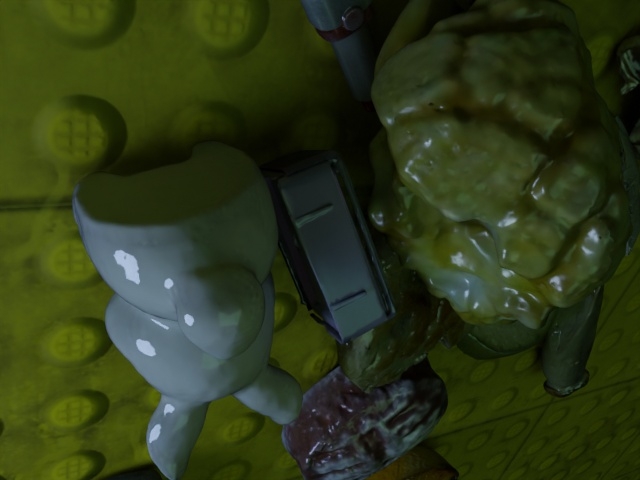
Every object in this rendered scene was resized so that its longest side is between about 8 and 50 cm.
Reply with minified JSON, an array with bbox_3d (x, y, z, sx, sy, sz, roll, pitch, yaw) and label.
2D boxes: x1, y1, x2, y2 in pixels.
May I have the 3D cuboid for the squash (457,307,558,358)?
[{"bbox_3d":[0.326,0.147,1.134,0.237,0.155,0.203,-17,97,-17],"label":"squash"}]

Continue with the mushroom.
[{"bbox_3d":[0.516,0.202,1.253,0.107,0.087,0.333,-26,132,-17],"label":"mushroom"}]

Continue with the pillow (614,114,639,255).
[{"bbox_3d":[0.484,-0.083,0.970,0.051,0.128,0.229,-4,145,28],"label":"pillow"}]

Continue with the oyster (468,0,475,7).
[{"bbox_3d":[0.161,-0.302,0.633,0.106,0.061,0.199,-47,141,-14],"label":"oyster"}]

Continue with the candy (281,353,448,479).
[{"bbox_3d":[0.078,0.296,1.006,0.290,0.157,0.214,-37,132,1],"label":"candy"}]

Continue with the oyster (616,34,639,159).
[{"bbox_3d":[0.557,-0.199,0.894,0.276,0.100,0.271,-1,141,9],"label":"oyster"}]

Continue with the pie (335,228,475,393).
[{"bbox_3d":[0.147,0.068,0.863,0.338,0.075,0.337,-23,127,-35],"label":"pie"}]

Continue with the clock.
[{"bbox_3d":[0.000,0.000,0.665,0.073,0.145,0.193,-25,106,-13],"label":"clock"}]

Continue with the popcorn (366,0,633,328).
[{"bbox_3d":[0.192,-0.089,0.625,0.292,0.294,0.334,-50,158,-15],"label":"popcorn"}]

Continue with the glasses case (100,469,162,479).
[{"bbox_3d":[-0.325,0.498,0.986,0.131,0.074,0.323,-7,129,-26],"label":"glasses case"}]

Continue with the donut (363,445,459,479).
[{"bbox_3d":[0.170,0.520,1.296,0.259,0.101,0.152,-27,135,-8],"label":"donut"}]

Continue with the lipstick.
[{"bbox_3d":[0.040,-0.197,0.634,0.063,0.057,0.186,-35,139,-2],"label":"lipstick"}]

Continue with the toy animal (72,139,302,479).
[{"bbox_3d":[-0.122,0.093,0.645,0.196,0.241,0.367,-16,133,-18],"label":"toy animal"}]
